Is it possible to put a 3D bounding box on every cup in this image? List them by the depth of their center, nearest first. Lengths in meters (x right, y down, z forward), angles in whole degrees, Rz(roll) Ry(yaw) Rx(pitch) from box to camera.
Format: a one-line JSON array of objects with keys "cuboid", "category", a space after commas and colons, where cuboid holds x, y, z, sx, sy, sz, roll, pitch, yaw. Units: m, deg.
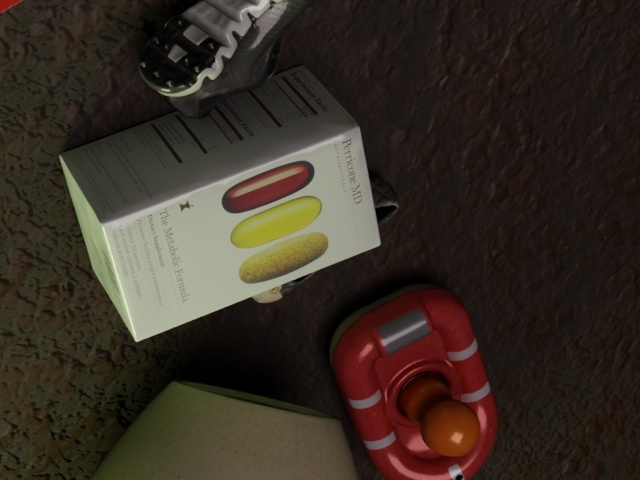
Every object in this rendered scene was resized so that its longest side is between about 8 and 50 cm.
[{"cuboid": [-0.087, 0.266, 1.829, 0.331, 0.331, 0.237, 15, 87, -32], "category": "cup"}]

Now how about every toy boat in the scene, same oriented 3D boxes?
[{"cuboid": [0.111, 0.167, 1.933, 0.151, 0.151, 0.231, -27, 127, -9], "category": "toy boat"}]

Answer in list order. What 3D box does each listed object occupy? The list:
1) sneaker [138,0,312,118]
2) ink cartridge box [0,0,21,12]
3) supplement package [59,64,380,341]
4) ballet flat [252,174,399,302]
[{"cuboid": [-0.059, -0.195, 1.677, 0.234, 0.078, 0.106, -45, 155, -13], "category": "sneaker"}, {"cuboid": [-0.303, -0.268, 1.413, 0.189, 0.066, 0.232, -34, 98, -25], "category": "ink cartridge box"}, {"cuboid": [-0.088, -0.037, 1.719, 0.244, 0.134, 0.139, -22, 127, -13], "category": "supplement package"}, {"cuboid": [0.000, 0.000, 1.839, 0.173, 0.049, 0.057, -41, 128, 2], "category": "ballet flat"}]
